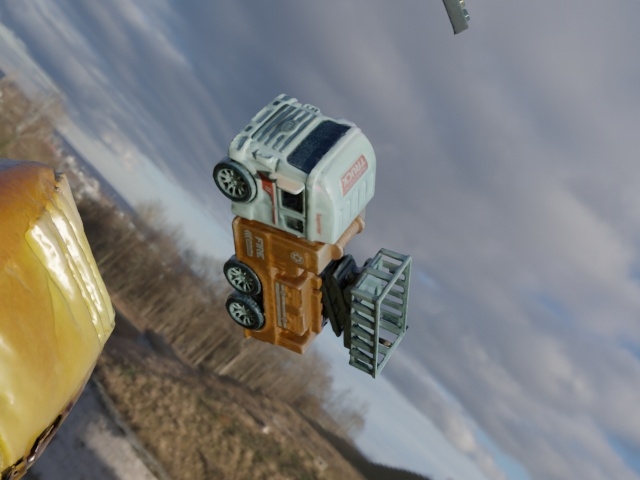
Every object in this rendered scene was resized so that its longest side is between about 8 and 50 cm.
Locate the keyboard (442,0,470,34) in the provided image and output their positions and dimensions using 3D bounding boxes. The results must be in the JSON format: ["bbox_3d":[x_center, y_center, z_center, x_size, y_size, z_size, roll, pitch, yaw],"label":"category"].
[{"bbox_3d":[0.054,-0.187,0.477,0.176,0.014,0.055,46,25,-59],"label":"keyboard"}]

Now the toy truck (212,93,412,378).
[{"bbox_3d":[-0.001,0.001,0.564,0.115,0.080,0.178,21,-42,23],"label":"toy truck"}]

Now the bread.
[{"bbox_3d":[-0.174,0.039,0.357,0.190,0.132,0.114,-65,141,-61],"label":"bread"}]
